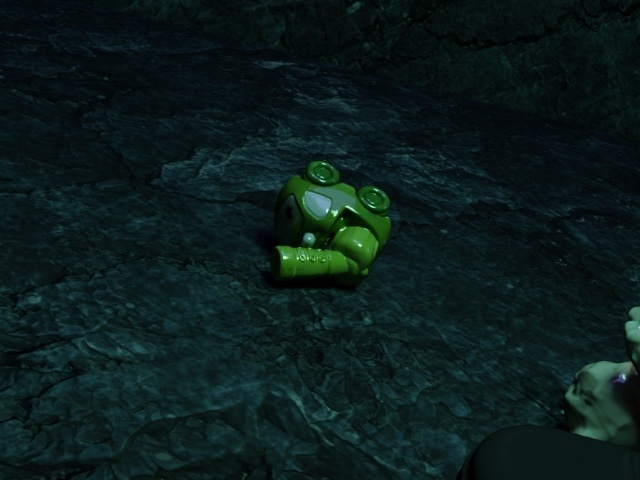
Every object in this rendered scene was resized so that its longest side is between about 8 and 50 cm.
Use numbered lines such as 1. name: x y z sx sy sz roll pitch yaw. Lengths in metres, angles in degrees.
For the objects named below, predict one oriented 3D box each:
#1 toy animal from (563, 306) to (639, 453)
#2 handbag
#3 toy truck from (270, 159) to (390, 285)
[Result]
1. toy animal: 0.455 0.231 1.320 0.266 0.188 0.308 42 17 7
2. handbag: 0.299 0.309 1.074 0.307 0.093 0.254 15 23 -3
3. toy truck: 0.017 -0.004 1.557 0.187 0.148 0.211 14 43 -12
